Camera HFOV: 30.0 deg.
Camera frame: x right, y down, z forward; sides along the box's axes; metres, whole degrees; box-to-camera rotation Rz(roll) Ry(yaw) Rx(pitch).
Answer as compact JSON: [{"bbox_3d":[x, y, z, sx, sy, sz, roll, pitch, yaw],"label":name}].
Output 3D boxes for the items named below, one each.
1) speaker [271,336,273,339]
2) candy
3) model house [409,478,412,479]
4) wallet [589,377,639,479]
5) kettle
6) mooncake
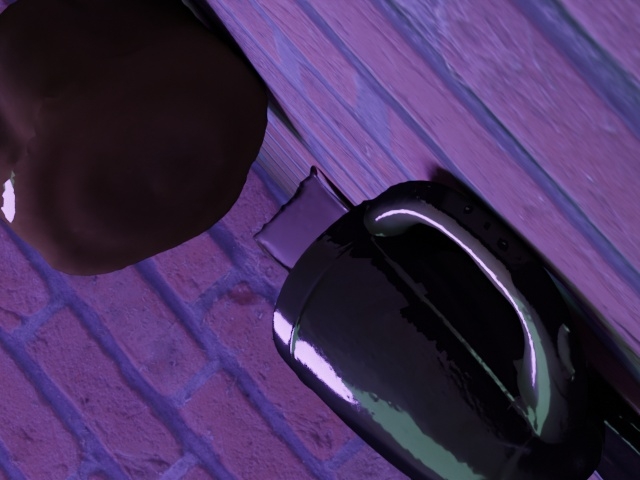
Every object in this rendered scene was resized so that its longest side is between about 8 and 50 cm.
[{"bbox_3d":[0.092,0.153,1.898,0.184,0.254,0.232,46,177,27],"label":"speaker"},{"bbox_3d":[0.000,0.000,2.168,0.195,0.185,0.137,43,180,28],"label":"candy"},{"bbox_3d":[0.302,0.275,1.672,0.324,0.340,0.300,94,180,-55],"label":"model house"},{"bbox_3d":[0.318,0.218,1.322,0.170,0.044,0.321,48,174,16],"label":"wallet"},{"bbox_3d":[0.137,0.100,1.131,0.324,0.228,0.321,43,143,37],"label":"kettle"},{"bbox_3d":[-0.326,-0.181,1.892,0.262,0.467,0.467,49,178,38],"label":"mooncake"}]
